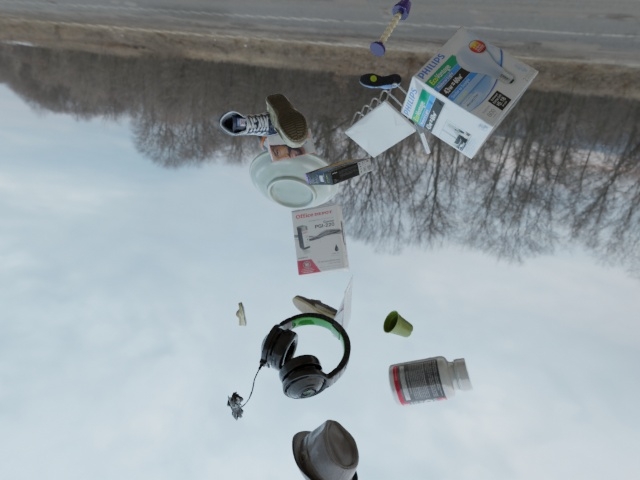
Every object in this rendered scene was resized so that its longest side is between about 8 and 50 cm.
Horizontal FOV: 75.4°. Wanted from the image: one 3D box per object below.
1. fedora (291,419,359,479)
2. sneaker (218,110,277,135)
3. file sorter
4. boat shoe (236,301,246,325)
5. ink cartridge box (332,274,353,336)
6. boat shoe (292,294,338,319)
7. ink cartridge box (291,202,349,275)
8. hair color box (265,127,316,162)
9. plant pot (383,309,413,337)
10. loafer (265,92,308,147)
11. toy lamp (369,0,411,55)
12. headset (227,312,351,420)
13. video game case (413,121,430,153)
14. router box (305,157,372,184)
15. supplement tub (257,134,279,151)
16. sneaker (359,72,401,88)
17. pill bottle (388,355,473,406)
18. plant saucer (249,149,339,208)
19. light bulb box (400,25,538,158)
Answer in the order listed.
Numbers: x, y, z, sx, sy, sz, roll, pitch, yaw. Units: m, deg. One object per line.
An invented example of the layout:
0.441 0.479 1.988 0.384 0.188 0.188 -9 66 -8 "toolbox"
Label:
0.036 0.694 1.369 0.244 0.124 0.275 26 -167 -14 "fedora"
-0.261 -0.462 1.632 0.283 0.099 0.153 -3 -168 -1 "sneaker"
0.290 -0.556 1.907 0.193 0.173 0.278 35 148 -22 "file sorter"
-0.411 0.380 2.124 0.045 0.135 0.050 -7 -165 -2 "boat shoe"
0.098 0.282 1.804 0.056 0.224 0.181 5 -158 14 "ink cartridge box"
-0.021 0.378 2.318 0.285 0.102 0.092 24 -134 16 "boat shoe"
0.000 0.000 1.352 0.159 0.217 0.092 -9 169 13 "ink cartridge box"
-0.111 -0.353 1.534 0.167 0.093 0.053 -17 -169 -14 "hair color box"
0.270 0.292 1.413 0.079 0.083 0.083 28 -168 -17 "plant pot"
-0.113 -0.407 1.441 0.102 0.092 0.268 -18 -124 -11 "loafer"
0.305 -0.914 1.760 0.080 0.274 0.080 27 167 7 "toy lamp"
-0.092 0.376 1.225 0.394 0.185 0.243 -26 -131 -30 "headset"
0.518 -0.588 2.182 0.023 0.212 0.193 -23 152 16 "video game case"
0.060 -0.225 1.357 0.179 0.046 0.133 -25 -159 -34 "router box"
-0.200 -0.426 1.864 0.106 0.106 0.198 -8 -140 -45 "supplement tub"
0.289 -0.774 2.038 0.210 0.069 0.082 -4 178 -8 "sneaker"
0.459 0.583 1.736 0.319 0.176 0.176 -16 -170 18 "pill bottle"
-0.121 -0.238 1.818 0.401 0.400 0.100 9 -121 -1 "plant saucer"
0.586 -0.594 1.668 0.361 0.358 0.225 38 162 12 "light bulb box"
